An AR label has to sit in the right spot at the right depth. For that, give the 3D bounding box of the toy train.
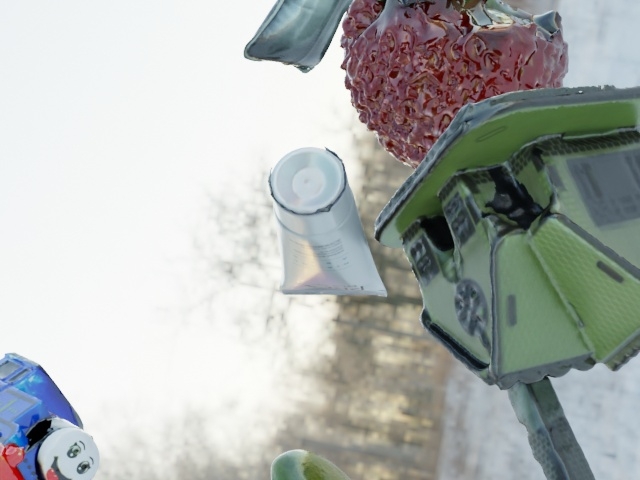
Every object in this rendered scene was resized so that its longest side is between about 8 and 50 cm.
[{"bbox_3d":[-0.236,0.159,1.132,0.131,0.204,0.082,-35,-69,-23],"label":"toy train"}]

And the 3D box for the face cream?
[{"bbox_3d":[0.000,0.000,1.159,0.243,0.092,0.058,76,-161,-67],"label":"face cream"}]

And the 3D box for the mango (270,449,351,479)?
[{"bbox_3d":[0.005,0.310,1.571,0.085,0.122,0.191,118,160,-48],"label":"mango"}]

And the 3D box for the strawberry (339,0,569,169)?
[{"bbox_3d":[0.130,-0.159,1.553,0.261,0.261,0.257,-59,-6,-72],"label":"strawberry"}]

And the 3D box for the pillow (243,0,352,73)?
[{"bbox_3d":[-0.006,-0.205,1.272,0.135,0.055,0.091,-61,-12,20],"label":"pillow"}]

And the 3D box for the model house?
[{"bbox_3d":[0.199,0.050,1.137,0.218,0.205,0.278,-56,48,53],"label":"model house"}]
